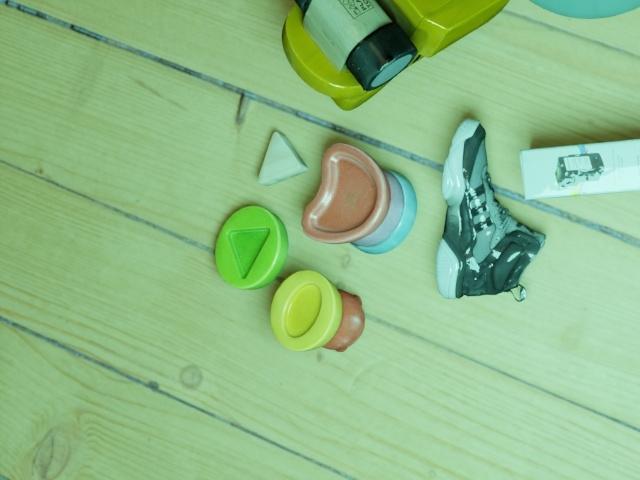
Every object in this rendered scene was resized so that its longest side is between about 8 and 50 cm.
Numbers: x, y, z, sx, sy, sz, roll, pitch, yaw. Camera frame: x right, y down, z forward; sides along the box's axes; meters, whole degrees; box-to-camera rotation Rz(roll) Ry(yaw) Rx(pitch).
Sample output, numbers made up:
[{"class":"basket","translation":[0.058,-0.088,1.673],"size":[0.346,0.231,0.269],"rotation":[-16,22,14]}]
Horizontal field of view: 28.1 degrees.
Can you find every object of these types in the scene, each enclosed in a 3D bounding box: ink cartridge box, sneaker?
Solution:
[{"class":"ink cartridge box","translation":[0.379,-0.101,1.812],"size":[0.175,0.127,0.072],"rotation":[-5,93,17]},{"class":"sneaker","translation":[0.255,-0.040,1.867],"size":[0.153,0.101,0.268],"rotation":[7,99,15]}]

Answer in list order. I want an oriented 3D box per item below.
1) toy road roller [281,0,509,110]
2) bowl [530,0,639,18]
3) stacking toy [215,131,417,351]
[{"class":"toy road roller","translation":[0.092,-0.333,1.879],"size":[0.329,0.240,0.202],"rotation":[-34,81,-23]},{"class":"bowl","translation":[0.377,-0.474,1.785],"size":[0.311,0.163,0.311],"rotation":[1,93,16]},{"class":"stacking toy","translation":[0.000,0.000,1.963],"size":[0.279,0.130,0.309],"rotation":[32,98,39]}]
